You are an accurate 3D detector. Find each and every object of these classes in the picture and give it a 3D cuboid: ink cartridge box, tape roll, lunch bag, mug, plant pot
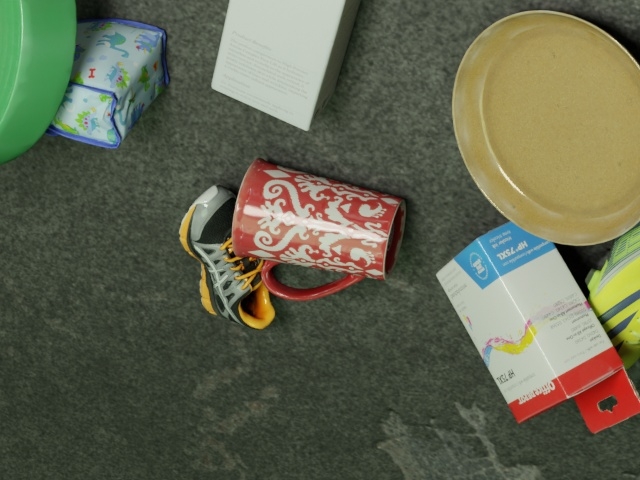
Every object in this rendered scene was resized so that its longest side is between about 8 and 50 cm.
[{"bbox_3d":[0.224,0.101,1.621,0.231,0.078,0.134,61,159,9],"label":"ink cartridge box"},{"bbox_3d":[-0.390,-0.232,1.634,0.321,0.077,0.321,8,103,37],"label":"tape roll"},{"bbox_3d":[-0.257,-0.177,1.688,0.151,0.129,0.096,16,134,14],"label":"lunch bag"},{"bbox_3d":[0.003,-0.009,1.725,0.169,0.113,0.150,12,148,13],"label":"mug"},{"bbox_3d":[0.233,-0.110,1.509,0.236,0.032,0.236,21,125,33],"label":"plant pot"}]

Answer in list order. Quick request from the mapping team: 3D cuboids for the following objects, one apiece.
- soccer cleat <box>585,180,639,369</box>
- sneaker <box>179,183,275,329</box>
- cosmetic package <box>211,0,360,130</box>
[{"bbox_3d":[0.337,0.045,1.584,0.121,0.093,0.289,31,137,25],"label":"soccer cleat"},{"bbox_3d":[-0.098,0.020,1.803,0.083,0.084,0.215,31,152,32],"label":"sneaker"},{"bbox_3d":[-0.025,-0.232,1.548,0.117,0.085,0.231,25,134,6],"label":"cosmetic package"}]
